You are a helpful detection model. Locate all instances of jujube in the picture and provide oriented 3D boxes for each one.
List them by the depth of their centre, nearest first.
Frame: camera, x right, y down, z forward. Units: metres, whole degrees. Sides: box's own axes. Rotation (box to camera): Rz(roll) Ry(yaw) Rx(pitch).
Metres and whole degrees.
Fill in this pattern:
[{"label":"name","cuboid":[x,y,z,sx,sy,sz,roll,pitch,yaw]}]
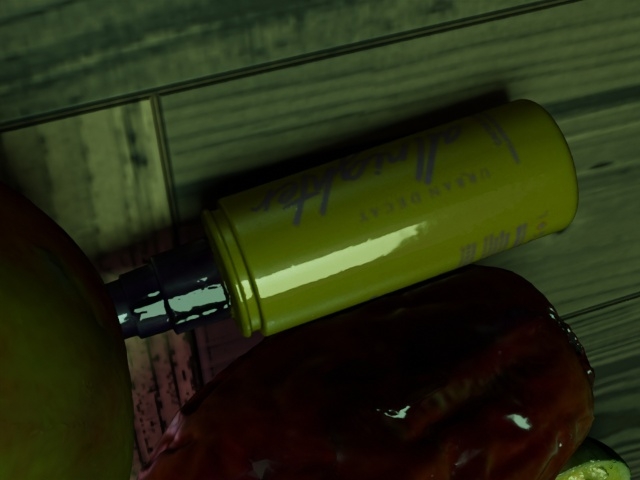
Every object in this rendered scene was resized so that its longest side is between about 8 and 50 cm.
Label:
[{"label":"jujube","cuboid":[0.020,0.137,0.591,0.290,0.197,0.197,-36,133,-8]}]

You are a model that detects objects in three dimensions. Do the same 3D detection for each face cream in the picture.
[{"label":"face cream","cuboid":[0.000,0.000,0.557,0.273,0.078,0.078,-19,132,-10]}]

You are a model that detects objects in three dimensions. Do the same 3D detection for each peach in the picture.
[{"label":"peach","cuboid":[-0.188,0.066,0.425,0.231,0.231,0.231,-13,130,-16]}]

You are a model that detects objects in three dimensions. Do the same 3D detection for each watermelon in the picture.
[{"label":"watermelon","cuboid":[0.181,0.184,0.798,0.105,0.062,0.105,-11,136,-11]}]
